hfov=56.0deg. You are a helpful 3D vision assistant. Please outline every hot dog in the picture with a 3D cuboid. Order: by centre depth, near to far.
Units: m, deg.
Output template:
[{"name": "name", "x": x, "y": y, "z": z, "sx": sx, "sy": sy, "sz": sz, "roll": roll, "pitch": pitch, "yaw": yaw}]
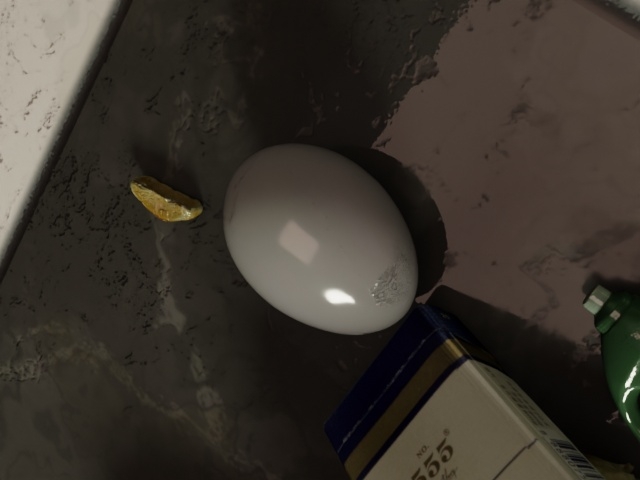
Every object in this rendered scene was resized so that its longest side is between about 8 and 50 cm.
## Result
[{"name": "hot dog", "x": -0.174, "y": -0.041, "z": 0.672, "sx": 0.090, "sy": 0.030, "sz": 0.034, "roll": 26, "pitch": 115, "yaw": 18}]

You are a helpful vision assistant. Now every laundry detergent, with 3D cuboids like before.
[{"name": "laundry detergent", "x": 0.298, "y": 0.117, "z": 0.479, "sx": 0.211, "sy": 0.063, "sz": 0.137, "roll": 37, "pitch": 116, "yaw": 14}]

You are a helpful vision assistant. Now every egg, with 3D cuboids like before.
[{"name": "egg", "x": 0.000, "y": 0.000, "z": 0.541, "sx": 0.198, "sy": 0.146, "sz": 0.146, "roll": 47, "pitch": 112, "yaw": 2}]

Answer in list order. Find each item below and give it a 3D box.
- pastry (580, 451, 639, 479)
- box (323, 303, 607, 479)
[{"name": "pastry", "x": 0.201, "y": 0.276, "z": 0.524, "sx": 0.192, "sy": 0.093, "sz": 0.182, "roll": -3, "pitch": 98, "yaw": 23}, {"name": "box", "x": 0.115, "y": 0.192, "z": 0.484, "sx": 0.168, "sy": 0.071, "sz": 0.259, "roll": -55, "pitch": 38, "yaw": 16}]
